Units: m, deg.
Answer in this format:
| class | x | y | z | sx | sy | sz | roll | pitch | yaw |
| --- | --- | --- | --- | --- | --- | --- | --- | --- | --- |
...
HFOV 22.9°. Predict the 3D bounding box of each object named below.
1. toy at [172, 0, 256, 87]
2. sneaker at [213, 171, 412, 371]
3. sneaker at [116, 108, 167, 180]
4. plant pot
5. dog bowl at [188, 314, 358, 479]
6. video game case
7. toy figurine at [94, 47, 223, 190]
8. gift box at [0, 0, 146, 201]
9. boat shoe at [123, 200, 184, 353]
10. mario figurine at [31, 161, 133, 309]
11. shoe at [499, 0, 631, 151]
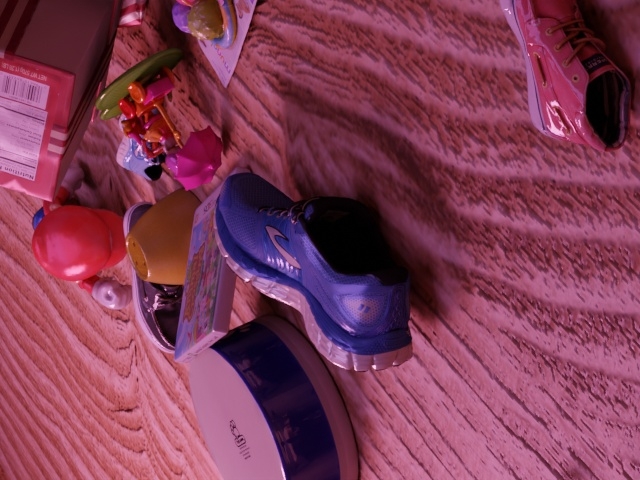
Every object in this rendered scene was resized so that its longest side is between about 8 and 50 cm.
| class | x | y | z | sx | sy | sz | roll | pitch | yaw |
| --- | --- | --- | --- | --- | --- | --- | --- | --- | --- |
| toy | -0.136 | -0.280 | 1.811 | 0.137 | 0.056 | 0.237 | 63 | 155 | 15 |
| sneaker | 0.000 | 0.000 | 1.719 | 0.330 | 0.130 | 0.147 | 39 | 129 | 42 |
| sneaker | -0.229 | -0.140 | 2.138 | 0.073 | 0.063 | 0.162 | 38 | 150 | 16 |
| plant pot | -0.209 | 0.007 | 2.151 | 0.134 | 0.095 | 0.134 | 45 | 147 | 40 |
| dog bowl | -0.064 | 0.236 | 2.035 | 0.265 | 0.104 | 0.265 | 45 | 147 | 41 |
| video game case | -0.138 | 0.034 | 1.984 | 0.193 | 0.023 | 0.212 | 142 | 138 | -65 |
| toy figurine | -0.193 | -0.132 | 1.985 | 0.159 | 0.130 | 0.173 | 56 | 149 | 4 |
| gift box | -0.376 | -0.245 | 1.991 | 0.258 | 0.255 | 0.276 | -76 | 9 | -48 |
| boat shoe | -0.224 | 0.056 | 2.257 | 0.076 | 0.080 | 0.228 | 12 | 113 | 63 |
| mario figurine | -0.357 | -0.007 | 2.467 | 0.198 | 0.170 | 0.320 | 35 | 173 | -15 |
| shoe | 0.196 | -0.154 | 1.231 | 0.081 | 0.063 | 0.178 | 28 | 140 | 53 |
